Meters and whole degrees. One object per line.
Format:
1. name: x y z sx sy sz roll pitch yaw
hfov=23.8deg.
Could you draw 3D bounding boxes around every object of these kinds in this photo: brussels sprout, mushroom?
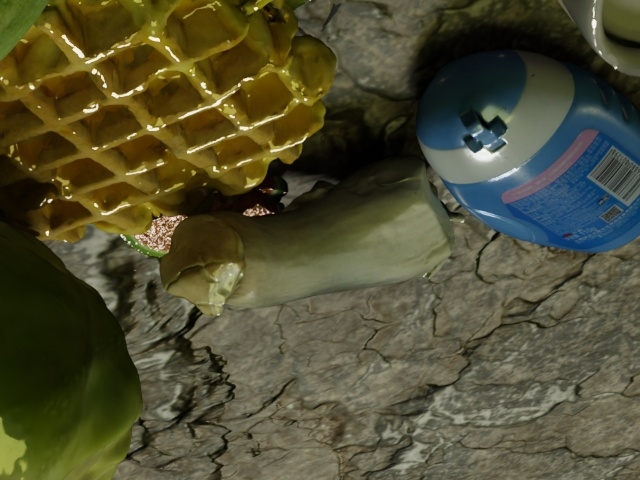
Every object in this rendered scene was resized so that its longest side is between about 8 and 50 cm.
1. brussels sprout: -0.238 0.116 0.926 0.242 0.274 0.316 12 174 28
2. mushroom: -0.001 0.001 1.102 0.278 0.099 0.096 -14 172 -40

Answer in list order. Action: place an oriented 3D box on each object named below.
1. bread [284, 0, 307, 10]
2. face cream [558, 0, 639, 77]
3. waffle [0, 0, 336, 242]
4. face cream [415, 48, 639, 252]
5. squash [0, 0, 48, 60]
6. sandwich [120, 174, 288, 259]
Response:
1. bread: -0.059 -0.202 0.869 0.228 0.033 0.228 -14 146 -10
2. face cream: 0.182 -0.214 0.834 0.175 0.195 0.175 -14 146 -10
3. waffle: -0.136 -0.077 0.949 0.329 0.062 0.329 -10 155 -5
4. face cream: 0.165 -0.067 1.150 0.149 0.083 0.264 -37 145 21
5. squash: -0.268 -0.061 0.735 0.370 0.118 0.118 -46 147 -5
6. sandwich: -0.091 -0.015 1.133 0.135 0.029 0.067 -7 145 -24
